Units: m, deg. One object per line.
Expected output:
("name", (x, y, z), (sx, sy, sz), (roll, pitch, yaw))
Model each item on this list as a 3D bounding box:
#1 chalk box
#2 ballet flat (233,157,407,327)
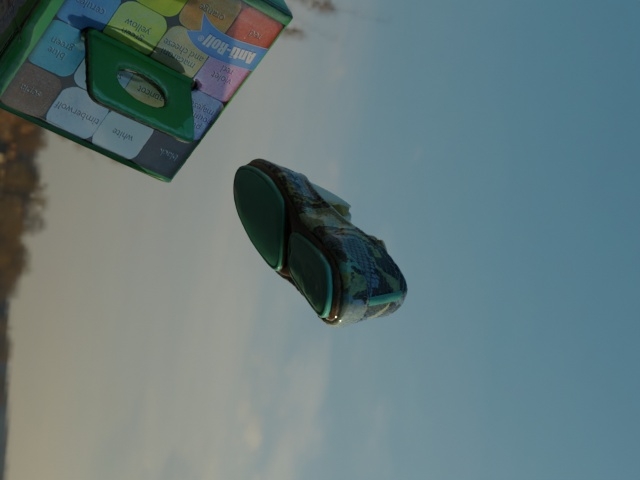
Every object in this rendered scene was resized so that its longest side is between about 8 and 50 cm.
("chalk box", (-0.114, -0.135, 0.722), (0.132, 0.132, 0.213), (-50, -143, 20))
("ballet flat", (0.000, 0.000, 0.794), (0.188, 0.070, 0.070), (-128, -135, -54))
